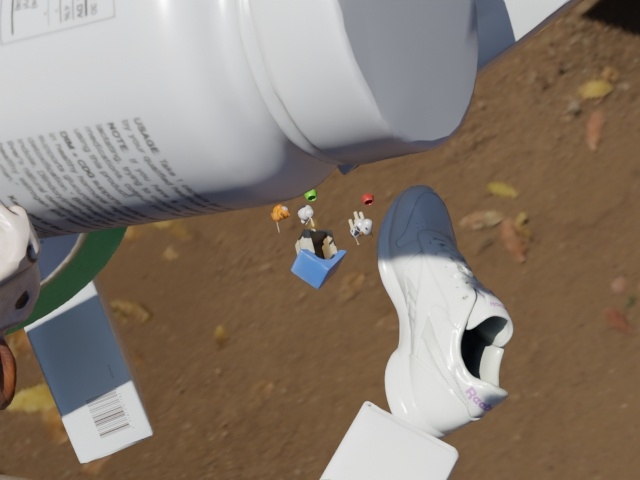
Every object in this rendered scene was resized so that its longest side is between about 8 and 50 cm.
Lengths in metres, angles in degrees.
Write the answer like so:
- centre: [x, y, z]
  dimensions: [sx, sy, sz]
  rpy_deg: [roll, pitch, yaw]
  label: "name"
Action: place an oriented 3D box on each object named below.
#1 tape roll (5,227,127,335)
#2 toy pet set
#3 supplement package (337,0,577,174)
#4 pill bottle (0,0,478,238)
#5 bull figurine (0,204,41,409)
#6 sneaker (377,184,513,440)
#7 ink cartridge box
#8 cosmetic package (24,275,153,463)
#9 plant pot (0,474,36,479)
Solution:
- centre: [-0.333, -0.025, 1.336]
  dimensions: [0.321, 0.321, 0.077]
  rpy_deg: [-15, 54, -23]
  label: "tape roll"
- centre: [0.000, 0.000, 1.779]
  dimensions: [0.122, 0.114, 0.065]
  rpy_deg: [2, 51, -22]
  label: "toy pet set"
- centre: [0.072, -0.189, 0.885]
  dimensions: [0.177, 0.175, 0.293]
  rpy_deg: [53, 28, -1]
  label: "supplement package"
- centre: [-0.079, -0.089, 0.706]
  dimensions: [0.160, 0.283, 0.160]
  rpy_deg: [16, 71, -56]
  label: "pill bottle"
- centre: [-0.271, 0.019, 0.602]
  dimensions: [0.310, 0.188, 0.101]
  rpy_deg: [1, 86, 22]
  label: "bull figurine"
- centre: [0.145, 0.066, 1.587]
  dimensions: [0.114, 0.152, 0.305]
  rpy_deg: [25, 49, -39]
  label: "sneaker"
- centre: [0.047, 0.314, 1.542]
  dimensions: [0.114, 0.273, 0.198]
  rpy_deg: [27, 69, 12]
  label: "ink cartridge box"
- centre: [-0.310, 0.041, 1.714]
  dimensions: [0.097, 0.284, 0.377]
  rpy_deg: [-21, 100, -5]
  label: "cosmetic package"
- centre: [-0.448, 0.399, 1.750]
  dimensions: [0.323, 0.280, 0.323]
  rpy_deg: [41, 43, -54]
  label: "plant pot"
